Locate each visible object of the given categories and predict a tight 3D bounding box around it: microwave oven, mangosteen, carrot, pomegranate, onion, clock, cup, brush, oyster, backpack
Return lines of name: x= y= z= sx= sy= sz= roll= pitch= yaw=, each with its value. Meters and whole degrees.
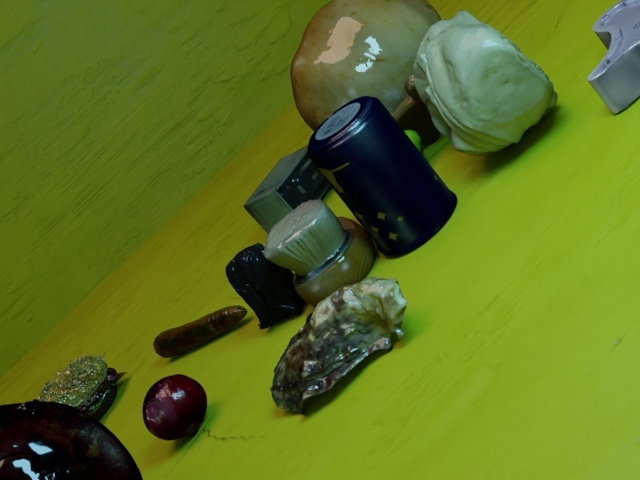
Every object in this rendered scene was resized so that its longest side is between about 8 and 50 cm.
microwave oven: x=-0.070 y=-0.126 z=2.164 sx=0.163 sy=0.129 sz=0.205 roll=-18 pitch=30 yaw=49
mangosteen: x=-0.439 y=0.447 z=1.278 sx=0.380 sy=0.421 sz=0.381 roll=-5 pitch=52 yaw=7
carrot: x=-0.271 y=0.203 z=1.926 sx=0.314 sy=0.066 sz=0.066 roll=-26 pitch=24 yaw=37
pomegranate: x=0.140 y=-0.390 z=1.982 sx=0.411 sy=0.411 sz=0.411 roll=-37 pitch=18 yaw=14
onion: x=-0.273 y=0.314 z=1.577 sx=0.131 sy=0.131 sz=0.131 roll=-37 pitch=18 yaw=14
clock: x=0.548 y=-0.333 z=1.416 sx=0.290 sy=0.080 sz=0.275 roll=-46 pitch=17 yaw=-16
cup: x=0.079 y=-0.111 z=1.571 sx=0.255 sy=0.256 sz=0.178 roll=-23 pitch=27 yaw=39
brush: x=0.000 y=0.000 z=1.660 sx=0.174 sy=0.166 sz=0.267 roll=-36 pitch=16 yaw=19
oyster: x=0.012 y=0.163 z=1.364 sx=0.271 sy=0.100 sz=0.275 roll=-60 pitch=24 yaw=-5
backpack: x=-0.109 y=0.085 z=1.695 sx=0.120 sy=0.165 sz=0.106 roll=-26 pitch=13 yaw=33

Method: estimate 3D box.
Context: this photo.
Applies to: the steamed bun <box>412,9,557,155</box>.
steamed bun: x=0.286 y=-0.277 z=1.557 sx=0.203 sy=0.276 sz=0.289 roll=-49 pitch=27 yaw=13

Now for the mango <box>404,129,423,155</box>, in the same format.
mango: x=0.137 y=-0.143 z=1.791 sx=0.233 sy=0.111 sz=0.125 roll=-52 pitch=26 yaw=-22

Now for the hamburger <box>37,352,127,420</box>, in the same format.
hamburger: x=-0.616 y=0.393 z=2.085 sx=0.243 sy=0.139 sz=0.262 roll=-33 pitch=19 yaw=25

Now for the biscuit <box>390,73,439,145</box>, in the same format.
biscuit: x=0.249 y=-0.312 z=1.786 sx=0.301 sy=0.196 sz=0.049 roll=-50 pitch=52 yaw=42
